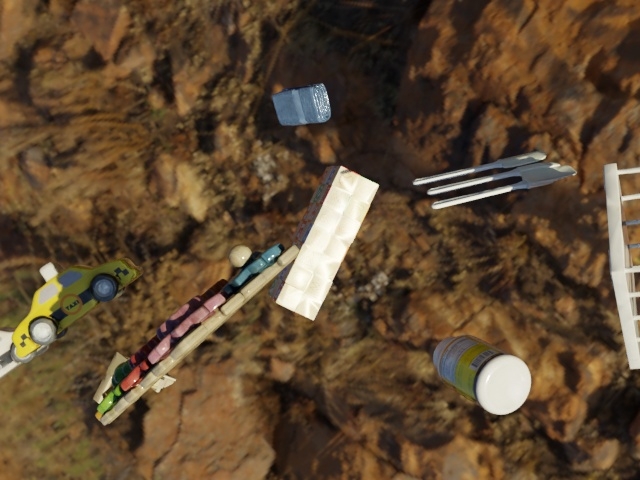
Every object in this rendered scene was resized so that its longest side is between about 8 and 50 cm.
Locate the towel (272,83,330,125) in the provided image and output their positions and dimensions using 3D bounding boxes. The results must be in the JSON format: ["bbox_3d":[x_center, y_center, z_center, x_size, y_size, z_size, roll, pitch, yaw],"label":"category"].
[{"bbox_3d":[-0.031,-0.237,1.642,0.119,0.029,0.067,1,111,46],"label":"towel"}]

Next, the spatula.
[{"bbox_3d":[0.285,-0.106,1.562,0.168,0.242,0.019,-110,9,-66],"label":"spatula"}]

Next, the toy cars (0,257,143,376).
[{"bbox_3d":[-0.399,0.113,1.278,0.394,0.176,0.087,-34,93,35],"label":"toy cars"}]

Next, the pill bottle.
[{"bbox_3d":[0.308,0.255,1.836,0.117,0.117,0.215,65,165,-18],"label":"pill bottle"}]

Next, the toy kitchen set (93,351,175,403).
[{"bbox_3d":[-0.249,0.207,1.283,0.068,0.075,0.083,29,176,-43],"label":"toy kitchen set"}]

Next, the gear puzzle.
[{"bbox_3d":[-0.149,0.099,0.927,0.044,0.175,0.339,48,141,0],"label":"gear puzzle"}]

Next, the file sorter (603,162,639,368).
[{"bbox_3d":[0.524,0.035,1.381,0.173,0.192,0.277,-7,143,20],"label":"file sorter"}]

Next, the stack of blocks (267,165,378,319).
[{"bbox_3d":[0.000,0.000,1.896,0.087,0.297,0.171,26,179,-10],"label":"stack of blocks"}]
